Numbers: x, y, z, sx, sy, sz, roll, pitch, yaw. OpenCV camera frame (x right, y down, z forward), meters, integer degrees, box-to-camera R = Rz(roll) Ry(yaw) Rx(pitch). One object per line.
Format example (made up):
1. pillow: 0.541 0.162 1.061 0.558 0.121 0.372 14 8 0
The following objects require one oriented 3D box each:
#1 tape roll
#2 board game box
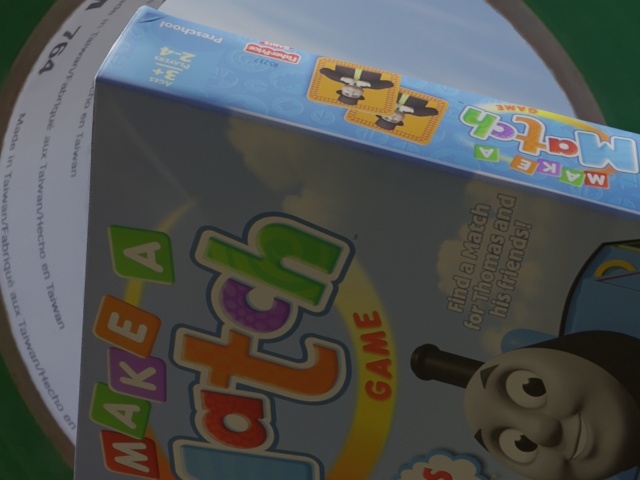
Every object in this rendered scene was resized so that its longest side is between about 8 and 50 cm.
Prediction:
1. tape roll: 0.000 0.000 0.569 0.321 0.321 0.077 24 18 14
2. board game box: 0.045 0.041 0.396 0.211 0.160 0.039 15 40 6
